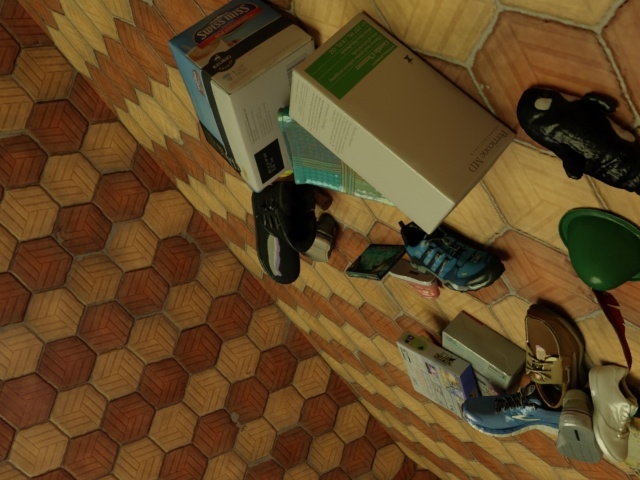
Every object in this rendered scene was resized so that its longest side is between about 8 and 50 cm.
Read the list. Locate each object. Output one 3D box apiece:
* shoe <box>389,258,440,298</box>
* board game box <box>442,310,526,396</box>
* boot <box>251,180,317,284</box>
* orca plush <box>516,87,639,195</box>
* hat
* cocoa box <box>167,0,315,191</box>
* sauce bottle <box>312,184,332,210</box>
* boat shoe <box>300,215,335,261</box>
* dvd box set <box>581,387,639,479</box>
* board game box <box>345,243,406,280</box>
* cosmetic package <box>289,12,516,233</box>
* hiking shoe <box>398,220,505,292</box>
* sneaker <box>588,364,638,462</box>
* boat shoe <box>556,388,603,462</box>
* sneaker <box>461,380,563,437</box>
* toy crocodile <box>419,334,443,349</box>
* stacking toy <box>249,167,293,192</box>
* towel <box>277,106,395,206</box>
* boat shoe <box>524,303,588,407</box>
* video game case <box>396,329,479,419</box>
[{"bbox_3d":[0.267,0.114,1.715,0.177,0.063,0.081,20,145,44],"label":"shoe"},{"bbox_3d":[0.480,0.365,1.755,0.224,0.097,0.303,35,158,29],"label":"board game box"},{"bbox_3d":[-0.098,-0.011,1.880,0.445,0.146,0.367,7,115,69],"label":"boot"},{"bbox_3d":[0.401,-0.112,0.888,0.287,0.102,0.151,45,162,-1],"label":"orca plush"},{"bbox_3d":[0.461,0.070,1.020,0.208,0.183,0.173,19,148,52],"label":"hat"},{"bbox_3d":[-0.157,-0.335,1.367,0.228,0.231,0.347,44,163,25],"label":"cocoa box"},{"bbox_3d":[-0.022,-0.144,1.808,0.128,0.042,0.042,40,161,17],"label":"sauce bottle"},{"bbox_3d":[0.000,0.000,2.031,0.112,0.096,0.335,24,165,-2],"label":"boat shoe"},{"bbox_3d":[0.839,0.528,1.393,0.420,0.062,0.307,47,162,-8],"label":"dvd box set"},{"bbox_3d":[0.161,0.062,1.731,0.026,0.126,0.186,51,160,-17],"label":"board game box"},{"bbox_3d":[0.139,-0.213,1.085,0.365,0.197,0.155,40,160,10],"label":"cosmetic package"},{"bbox_3d":[0.296,0.034,1.405,0.304,0.113,0.132,14,146,57],"label":"hiking shoe"},{"bbox_3d":[0.661,0.384,1.306,0.094,0.080,0.213,-19,74,52],"label":"sneaker"},{"bbox_3d":[0.637,0.460,1.438,0.109,0.094,0.302,8,148,27],"label":"boat shoe"},{"bbox_3d":[0.547,0.439,1.594,0.329,0.130,0.147,-7,124,14],"label":"sneaker"},{"bbox_3d":[0.427,0.470,2.056,0.341,0.115,0.105,49,161,-13],"label":"toy crocodile"},{"bbox_3d":[-0.090,-0.241,1.620,0.301,0.175,0.166,4,136,47],"label":"stacking toy"},{"bbox_3d":[0.091,-0.171,1.324,0.369,0.040,0.271,16,154,15],"label":"towel"},{"bbox_3d":[0.550,0.289,1.400,0.122,0.120,0.324,20,150,51],"label":"boat shoe"},{"bbox_3d":[0.374,0.427,1.838,0.244,0.061,0.270,26,149,44],"label":"video game case"}]
